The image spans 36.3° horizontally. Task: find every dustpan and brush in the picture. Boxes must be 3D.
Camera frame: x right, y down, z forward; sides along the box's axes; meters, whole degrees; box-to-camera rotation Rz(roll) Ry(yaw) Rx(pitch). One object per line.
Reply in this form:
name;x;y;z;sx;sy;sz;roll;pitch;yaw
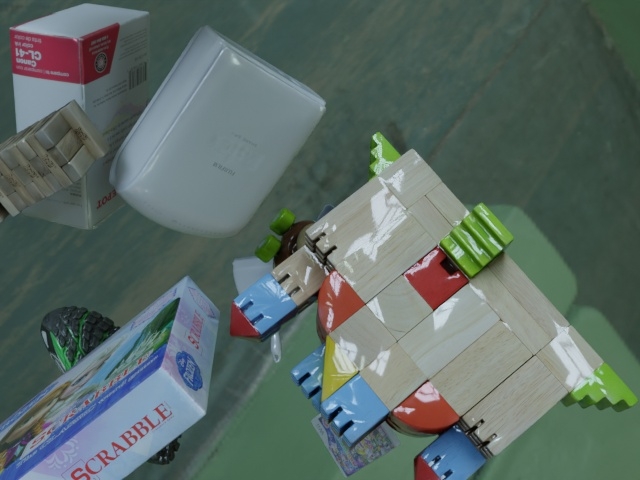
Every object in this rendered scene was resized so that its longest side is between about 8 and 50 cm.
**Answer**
dustpan and brush;-0.098;0.138;1.958;0.060;0.147;0.211;37;49;-69

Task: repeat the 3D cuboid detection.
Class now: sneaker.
sneaker;-0.368;0.253;1.601;0.134;0.146;0.344;-71;145;-50

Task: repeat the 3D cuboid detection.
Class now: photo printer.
photo printer;-0.167;-0.150;1.537;0.256;0.107;0.307;26;106;-44

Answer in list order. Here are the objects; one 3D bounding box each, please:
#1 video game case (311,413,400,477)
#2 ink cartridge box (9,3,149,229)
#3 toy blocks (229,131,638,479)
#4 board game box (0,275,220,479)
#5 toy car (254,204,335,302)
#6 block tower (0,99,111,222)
video game case;0.042;0.240;1.227;0.011;0.122;0.087;-23;75;-41
ink cartridge box;-0.374;-0.203;1.556;0.226;0.131;0.306;-52;152;-62
toy blocks;0.084;0.103;0.993;0.261;0.191;0.381;-38;78;-11
board game box;-0.249;0.192;1.003;0.318;0.318;0.066;-38;101;4
toy car;0.000;0.000;1.811;0.155;0.188;0.149;39;48;-14
block tower;-0.471;-0.080;1.420;0.091;0.335;0.097;55;23;-21
